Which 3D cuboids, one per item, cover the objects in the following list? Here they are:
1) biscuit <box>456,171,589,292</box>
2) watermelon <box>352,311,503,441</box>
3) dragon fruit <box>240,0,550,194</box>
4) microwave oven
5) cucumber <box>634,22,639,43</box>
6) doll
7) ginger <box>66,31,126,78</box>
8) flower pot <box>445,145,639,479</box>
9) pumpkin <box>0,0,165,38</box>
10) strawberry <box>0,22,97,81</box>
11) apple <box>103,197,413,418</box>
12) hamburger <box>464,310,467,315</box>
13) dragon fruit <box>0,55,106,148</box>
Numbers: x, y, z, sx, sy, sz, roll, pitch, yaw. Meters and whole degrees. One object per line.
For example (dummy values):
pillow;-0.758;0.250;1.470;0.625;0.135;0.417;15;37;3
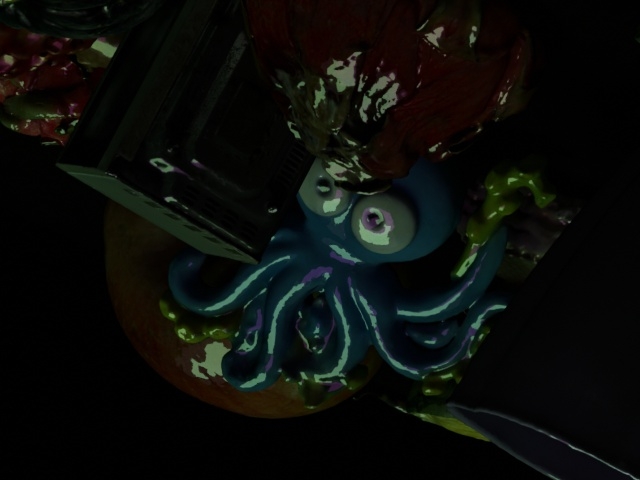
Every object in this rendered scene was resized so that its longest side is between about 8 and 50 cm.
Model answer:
biscuit;0.275;0.062;1.770;0.144;0.078;0.426;18;168;39
watermelon;0.179;0.125;1.714;0.232;0.127;0.204;9;176;32
dragon fruit;0.027;-0.113;1.276;0.218;0.148;0.224;29;171;-3
microwave oven;-0.071;-0.106;1.421;0.163;0.205;0.129;30;171;-24
cucumber;0.261;-0.081;1.069;0.187;0.058;0.058;28;171;-6
doll;0.000;0.000;1.617;0.346;0.341;0.099;36;-153;13
ginger;-0.223;-0.201;1.611;0.309;0.107;0.133;16;122;30
flower pot;0.251;0.070;1.366;0.265;0.243;0.265;24;172;4
pumpkin;-0.182;-0.222;1.239;0.220;0.162;0.220;16;174;2
strawberry;-0.238;-0.211;1.475;0.178;0.234;0.234;5;173;-6
apple;-0.050;0.027;1.866;0.301;0.301;0.301;27;171;5
hamburger;0.264;0.159;2.151;0.243;0.139;0.261;20;168;48
dragon fruit;-0.219;-0.159;1.750;0.172;0.166;0.160;36;135;19
